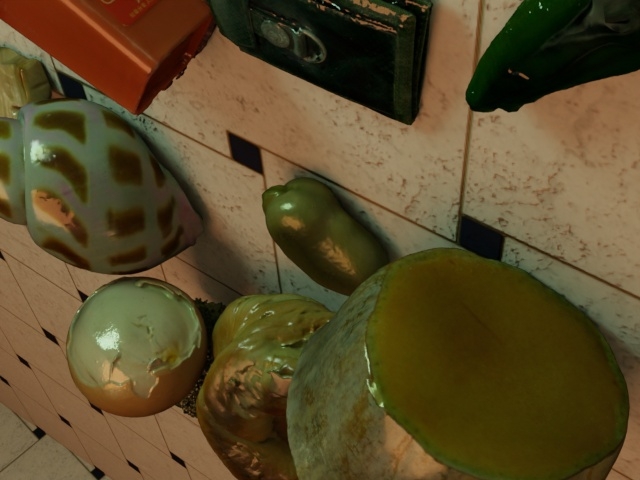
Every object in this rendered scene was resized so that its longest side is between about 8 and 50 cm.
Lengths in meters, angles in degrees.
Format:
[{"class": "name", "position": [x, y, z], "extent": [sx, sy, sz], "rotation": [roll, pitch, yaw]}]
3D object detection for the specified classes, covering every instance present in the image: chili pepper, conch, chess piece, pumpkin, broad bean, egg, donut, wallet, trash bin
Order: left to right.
[{"class": "chess piece", "position": [-0.436, -0.152, 1.388], "extent": [0.137, 0.137, 0.300], "rotation": [13, 129, 41]}, {"class": "conch", "position": [-0.352, -0.074, 1.257], "extent": [0.368, 0.197, 0.249], "rotation": [26, 125, 6]}, {"class": "trash bin", "position": [-0.246, -0.255, 0.960], "extent": [0.239, 0.161, 0.184], "rotation": [42, 151, -6]}, {"class": "egg", "position": [-0.268, 0.160, 1.313], "extent": [0.201, 0.201, 0.244], "rotation": [40, 155, 3]}, {"class": "wallet", "position": [-0.009, -0.204, 0.849], "extent": [0.236, 0.055, 0.160], "rotation": [30, 156, 19]}, {"class": "donut", "position": [-0.010, 0.231, 1.261], "extent": [0.361, 0.170, 0.360], "rotation": [11, 130, 13]}, {"class": "broad bean", "position": [0.000, 0.000, 1.077], "extent": [0.174, 0.082, 0.124], "rotation": [52, 148, -14]}, {"class": "pumpkin", "position": [0.152, 0.160, 0.902], "extent": [0.332, 0.332, 0.199], "rotation": [40, 138, 4]}, {"class": "chili pepper", "position": [0.185, -0.146, 0.682], "extent": [0.108, 0.062, 0.216], "rotation": [45, 153, -6]}]

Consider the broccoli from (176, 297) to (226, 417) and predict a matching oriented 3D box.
[{"class": "broccoli", "position": [-0.166, 0.205, 1.468], "extent": [0.176, 0.198, 0.226], "rotation": [20, -153, -49]}]
